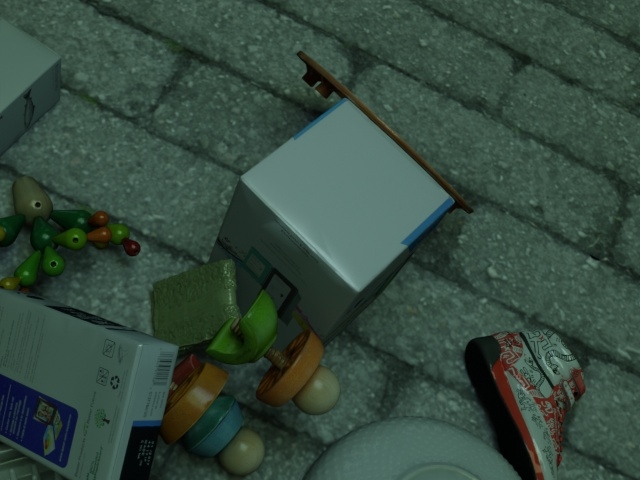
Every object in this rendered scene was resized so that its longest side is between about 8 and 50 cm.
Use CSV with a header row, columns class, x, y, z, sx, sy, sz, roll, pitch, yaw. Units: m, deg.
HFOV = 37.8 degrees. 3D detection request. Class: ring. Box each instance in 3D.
class,x,y,z,sx,sy,sz,roll,pitch,yaw
ring,0.086,-0.146,1.331,0.336,0.336,0.032,44,97,10

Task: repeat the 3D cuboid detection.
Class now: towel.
class,x,y,z,sx,sy,sz,roll,pitch,yaw
towel,-0.163,0.089,1.210,0.027,0.148,0.110,20,55,-51

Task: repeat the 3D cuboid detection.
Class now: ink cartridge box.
class,x,y,z,sx,sy,sz,roll,pitch,yaw
ink cartridge box,-0.306,0.154,1.049,0.065,0.333,0.165,11,92,-54
ink cartridge box,0.000,0.000,1.219,0.197,0.270,0.198,44,59,8

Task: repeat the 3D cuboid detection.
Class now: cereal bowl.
class,x,y,z,sx,sy,sz,roll,pitch,yaw
cereal bowl,0.131,0.369,1.131,0.339,0.141,0.339,8,61,-14

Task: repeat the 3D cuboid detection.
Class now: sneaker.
class,x,y,z,sx,sy,sz,roll,pitch,yaw
sneaker,0.311,0.244,1.282,0.145,0.090,0.270,-8,61,-18

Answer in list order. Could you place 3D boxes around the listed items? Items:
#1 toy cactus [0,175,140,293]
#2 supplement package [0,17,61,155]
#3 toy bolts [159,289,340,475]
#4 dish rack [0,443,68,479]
class,x,y,z,sx,sy,sz,roll,pitch,yaw
toy cactus,-0.364,-0.011,1.233,0.219,0.112,0.180,-16,49,-21
supplement package,-0.456,-0.199,1.291,0.105,0.105,0.179,33,58,4
toy bolts,-0.101,0.208,1.098,0.158,0.228,0.218,43,41,-8
dish rack,-0.349,0.317,0.972,0.333,0.072,0.285,-13,23,-15
